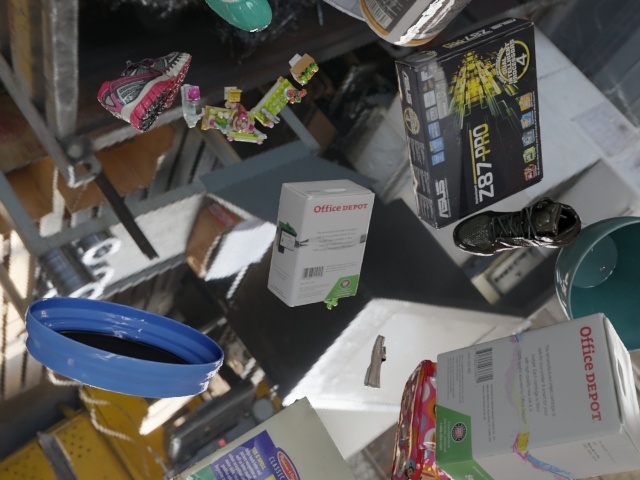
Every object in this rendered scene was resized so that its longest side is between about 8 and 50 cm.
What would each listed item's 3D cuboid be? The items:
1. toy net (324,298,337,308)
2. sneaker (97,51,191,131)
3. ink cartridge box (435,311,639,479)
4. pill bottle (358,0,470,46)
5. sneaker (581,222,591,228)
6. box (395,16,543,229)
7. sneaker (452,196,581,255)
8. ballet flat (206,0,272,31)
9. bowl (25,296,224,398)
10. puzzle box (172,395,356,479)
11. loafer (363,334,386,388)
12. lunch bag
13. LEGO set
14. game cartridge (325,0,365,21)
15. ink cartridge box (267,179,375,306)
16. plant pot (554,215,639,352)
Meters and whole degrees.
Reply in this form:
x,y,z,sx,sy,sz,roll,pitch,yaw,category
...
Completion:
x,y,z,sx,sy,sz,roll,pitch,yaw,category
0.020,0.031,1.594,0.045,0.122,0.232,-1,117,-57,toy net
-0.359,-0.340,1.519,0.121,0.112,0.299,-57,-173,30,sneaker
0.247,0.190,0.829,0.212,0.093,0.154,-23,-142,30,ink cartridge box
0.170,-0.416,1.065,0.162,0.162,0.278,-33,180,-20,pill bottle
0.672,-0.007,1.833,0.086,0.237,0.085,-49,134,-27,sneaker
0.344,-0.262,1.624,0.318,0.097,0.395,-23,121,-17,box
0.352,-0.028,1.287,0.227,0.087,0.130,-1,163,9,sneaker
-0.176,-0.451,1.206,0.083,0.247,0.087,-39,164,-9,ballet flat
-0.392,0.210,1.437,0.391,0.391,0.077,8,100,-70,bowl
-0.030,0.498,1.192,0.272,0.409,0.052,-24,168,-35,puzzle box
0.133,0.278,1.641,0.045,0.039,0.125,61,43,-60,loafer
0.245,0.446,1.681,0.258,0.120,0.293,108,-4,-60,lunch bag
-0.111,-0.251,1.348,0.287,0.107,0.132,-20,122,-21,LEGO set
0.033,-0.520,1.240,0.196,0.294,0.060,-51,-158,11,game cartridge
0.000,0.000,1.363,0.160,0.092,0.219,-6,116,-36,ink cartridge box
0.629,0.071,1.563,0.290,0.290,0.195,-39,-161,3,plant pot
